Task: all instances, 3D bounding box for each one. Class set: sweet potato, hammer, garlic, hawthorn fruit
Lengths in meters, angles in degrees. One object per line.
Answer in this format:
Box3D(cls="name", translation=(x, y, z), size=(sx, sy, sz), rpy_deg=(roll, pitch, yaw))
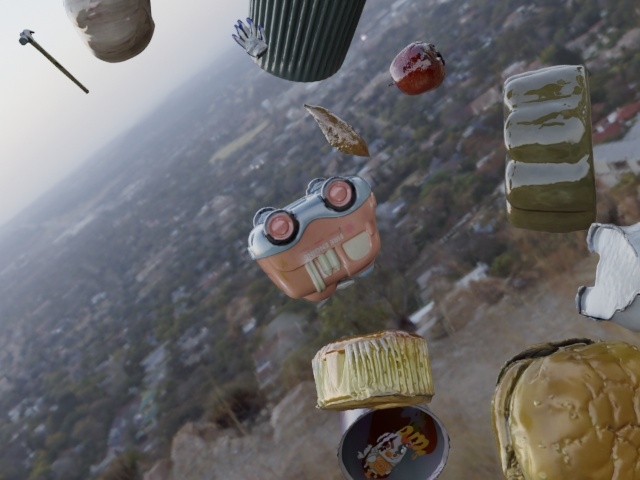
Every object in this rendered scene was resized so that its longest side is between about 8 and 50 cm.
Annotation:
Box3D(cls="sweet potato", translation=(0.037, -0.264, 1.723), size=(0.068, 0.206, 0.060), rpy_deg=(-44, -11, -8))
Box3D(cls="hammer", translation=(-0.557, -0.374, 1.513), size=(0.017, 0.182, 0.062), rpy_deg=(-32, 43, 14))
Box3D(cls="garlic", translation=(-0.326, -0.419, 1.222), size=(0.212, 0.218, 0.218), rpy_deg=(-19, 14, -7))
Box3D(cls="hawthorn fruit", translation=(0.266, -0.475, 2.028), size=(0.172, 0.148, 0.148), rpy_deg=(-32, 16, 15))

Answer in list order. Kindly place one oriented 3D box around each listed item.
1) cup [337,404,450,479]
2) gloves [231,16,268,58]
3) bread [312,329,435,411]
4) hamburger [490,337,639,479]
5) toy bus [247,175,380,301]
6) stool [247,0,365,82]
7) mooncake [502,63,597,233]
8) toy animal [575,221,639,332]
Box3D(cls="cup", translation=(0.118, 0.317, 1.370), size=(0.203, 0.203, 0.288), rpy_deg=(-37, 19, 8))
Box3D(cls="gloves", translation=(-0.143, -0.420, 1.486), size=(0.064, 0.086, 0.026), rpy_deg=(-50, 15, -16))
Box3D(cls="bread", translation=(0.069, 0.182, 1.009), size=(0.190, 0.132, 0.114), rpy_deg=(-35, 57, 52))
Box3D(cls="hamburger", translation=(0.417, 0.296, 1.139), size=(0.318, 0.318, 0.158), rpy_deg=(-47, 2, -26))
Box3D(cls="toy bus", translation=(0.000, 0.000, 1.493), size=(0.288, 0.232, 0.194), rpy_deg=(-28, 6, -9))
Box3D(cls="stool", translation=(-0.030, -0.576, 1.686), size=(0.297, 0.297, 0.330), rpy_deg=(-52, -13, -38))
Box3D(cls="mooncake", translation=(0.500, -0.199, 1.599), size=(0.201, 0.378, 0.378), rpy_deg=(-4, 28, 19))
Box3D(cls="toy animal", translation=(0.640, 0.072, 1.237), size=(0.258, 0.358, 0.193), rpy_deg=(-118, 37, -68))
